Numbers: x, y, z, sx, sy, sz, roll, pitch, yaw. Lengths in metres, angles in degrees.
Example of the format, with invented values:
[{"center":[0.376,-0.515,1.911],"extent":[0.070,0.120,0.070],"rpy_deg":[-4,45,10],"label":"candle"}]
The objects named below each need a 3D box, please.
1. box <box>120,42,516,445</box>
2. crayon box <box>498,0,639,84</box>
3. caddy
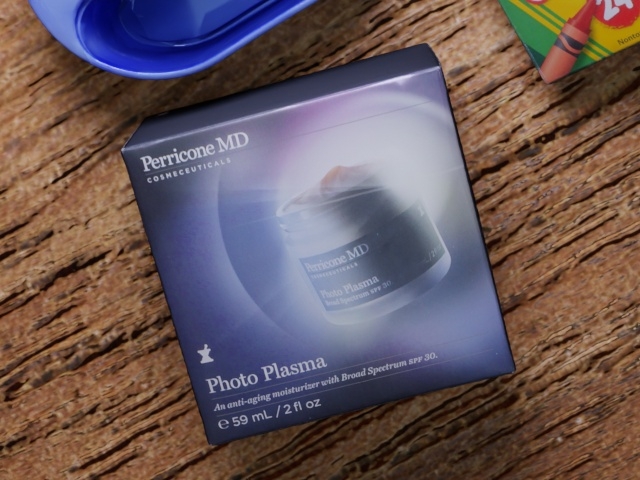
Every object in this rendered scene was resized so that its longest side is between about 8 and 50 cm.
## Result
[{"center":[0.000,0.000,1.405],"extent":[0.296,0.183,0.294],"rpy_deg":[-15,102,4],"label":"box"},{"center":[0.216,-0.321,1.332],"extent":[0.202,0.081,0.319],"rpy_deg":[-24,103,36],"label":"crayon box"},{"center":[-0.106,-0.294,1.332],"extent":[0.341,0.179,0.241],"rpy_deg":[-31,103,8],"label":"caddy"}]
